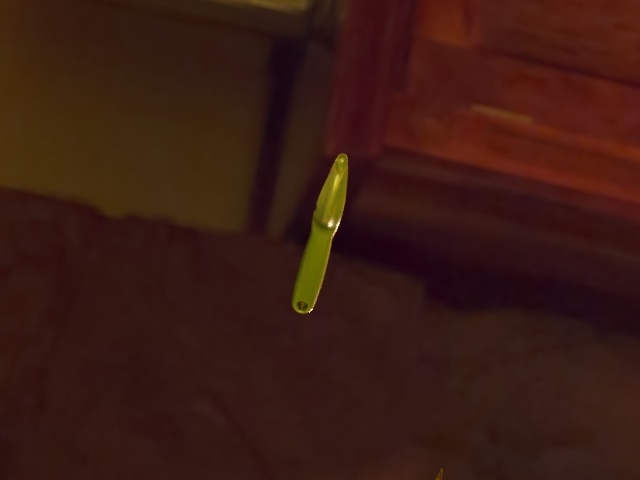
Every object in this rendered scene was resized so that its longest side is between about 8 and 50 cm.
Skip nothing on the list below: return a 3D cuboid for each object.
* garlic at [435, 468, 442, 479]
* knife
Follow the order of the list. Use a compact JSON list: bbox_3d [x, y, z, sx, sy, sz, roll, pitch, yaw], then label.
[{"bbox_3d":[0.148,0.333,1.863,0.340,0.231,0.246,4,74,48],"label":"garlic"},{"bbox_3d":[0.000,0.000,1.445,0.184,0.022,0.026,105,-175,-51],"label":"knife"}]
